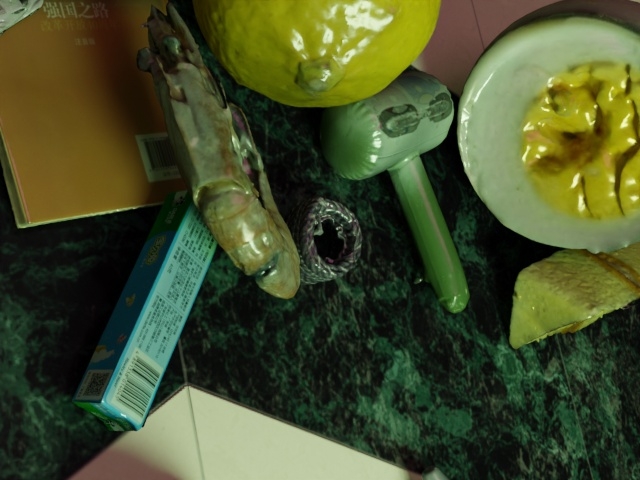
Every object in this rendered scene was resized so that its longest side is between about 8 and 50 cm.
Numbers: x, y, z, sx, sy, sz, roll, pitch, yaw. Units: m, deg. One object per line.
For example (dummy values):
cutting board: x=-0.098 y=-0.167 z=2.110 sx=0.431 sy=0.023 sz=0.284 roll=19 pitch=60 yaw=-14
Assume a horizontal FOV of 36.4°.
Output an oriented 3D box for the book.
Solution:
book: x=-0.265 y=-0.210 z=1.100 sx=0.262 sy=0.028 sz=0.374 roll=-12 pitch=82 yaw=-41

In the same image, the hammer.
hammer: x=0.127 y=-0.057 z=1.321 sx=0.206 sy=0.119 sz=0.335 roll=-25 pitch=97 yaw=-42

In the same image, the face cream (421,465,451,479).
face cream: x=0.210 y=0.416 z=1.217 sx=0.092 sy=0.092 sz=0.311 roll=-37 pitch=98 yaw=-41

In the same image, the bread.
bread: x=0.404 y=0.070 z=1.440 sx=0.266 sy=0.178 sz=0.141 roll=-20 pitch=93 yaw=-39

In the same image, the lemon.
lemon: x=-0.007 y=-0.324 z=1.168 sx=0.336 sy=0.336 sz=0.336 roll=15 pitch=65 yaw=-35

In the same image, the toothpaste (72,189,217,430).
toothpaste: x=-0.176 y=0.070 z=1.039 sx=0.065 sy=0.050 sz=0.266 roll=46 pitch=51 yaw=-38

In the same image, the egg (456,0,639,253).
egg: x=0.413 y=-0.190 z=1.448 sx=0.354 sy=0.354 sz=0.340 roll=62 pitch=34 yaw=-3

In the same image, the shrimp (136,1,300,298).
shrimp: x=-0.108 y=-0.101 z=1.100 sx=0.360 sy=0.085 sz=0.247 roll=64 pitch=10 yaw=-3

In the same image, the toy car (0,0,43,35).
toy car: x=-0.329 y=-0.249 z=1.026 sx=0.041 sy=0.025 sz=0.093 roll=51 pitch=50 yaw=-15

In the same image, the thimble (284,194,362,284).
thimble: x=0.001 y=0.002 z=1.216 sx=0.095 sy=0.066 sz=0.104 roll=11 pitch=70 yaw=-35
